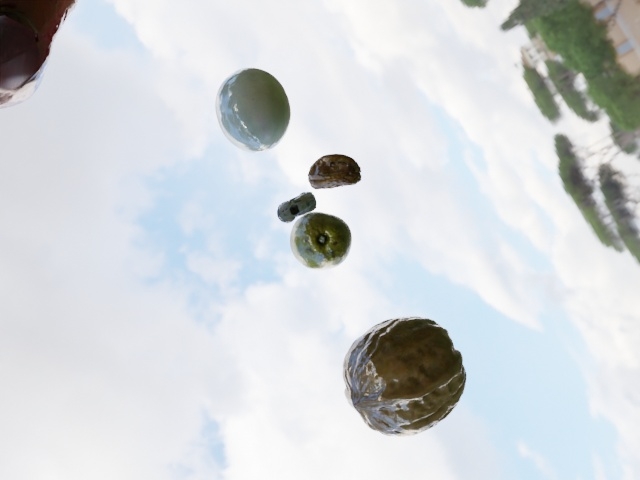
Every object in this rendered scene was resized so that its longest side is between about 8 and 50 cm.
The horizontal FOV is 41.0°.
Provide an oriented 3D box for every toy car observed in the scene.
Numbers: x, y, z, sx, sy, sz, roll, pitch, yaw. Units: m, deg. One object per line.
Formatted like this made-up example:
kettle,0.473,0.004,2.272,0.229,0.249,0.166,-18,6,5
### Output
toy car,-0.045,-0.063,1.649,0.093,0.025,0.041,-31,-72,-38

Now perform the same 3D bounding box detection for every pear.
pear,0.000,0.000,1.460,0.107,0.107,0.131,62,171,7

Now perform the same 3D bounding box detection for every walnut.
walnut,0.138,0.227,1.433,0.213,0.213,0.213,40,-148,-32

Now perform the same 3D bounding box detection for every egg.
egg,-0.134,-0.258,1.722,0.151,0.151,0.209,33,-152,-40

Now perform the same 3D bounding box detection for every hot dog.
hot dog,0.021,-0.103,1.304,0.035,0.083,0.058,77,-172,-51

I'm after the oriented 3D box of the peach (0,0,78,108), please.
peach,-0.533,-0.355,1.231,0.406,0.335,0.310,18,-149,-53
